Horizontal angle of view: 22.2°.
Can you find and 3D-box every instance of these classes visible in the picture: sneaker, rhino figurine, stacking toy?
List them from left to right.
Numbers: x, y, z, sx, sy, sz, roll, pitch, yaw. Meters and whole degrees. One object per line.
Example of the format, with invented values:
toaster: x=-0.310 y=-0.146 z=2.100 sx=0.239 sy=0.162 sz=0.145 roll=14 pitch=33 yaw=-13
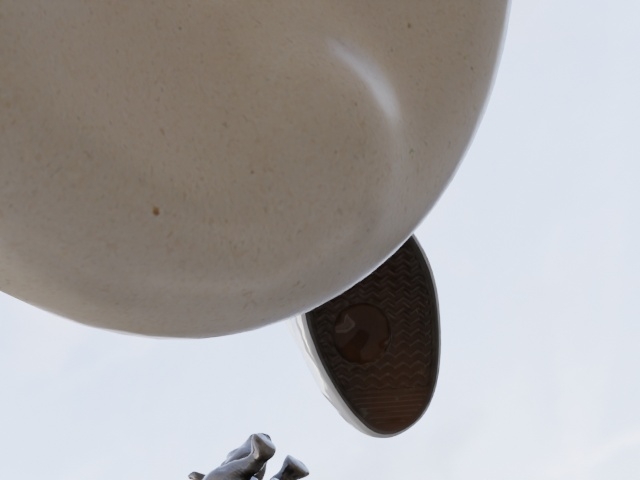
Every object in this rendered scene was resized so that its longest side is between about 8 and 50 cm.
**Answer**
stacking toy: x=-0.187 y=-0.122 z=0.710 sx=0.350 sy=0.479 sz=0.351 roll=7 pitch=-101 yaw=-43
rhino figurine: x=-0.065 y=0.215 z=1.351 sx=0.073 sy=0.243 sz=0.106 roll=41 pitch=-86 yaw=-13
sneaker: x=0.000 y=0.000 z=1.168 sx=0.105 sy=0.290 sz=0.123 roll=-20 pitch=2 yaw=-19
